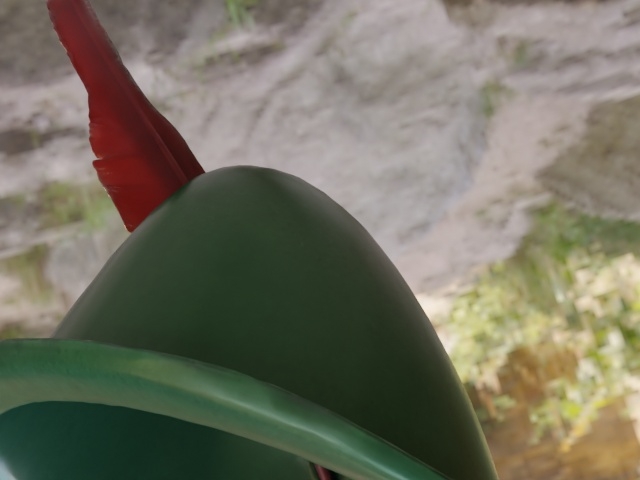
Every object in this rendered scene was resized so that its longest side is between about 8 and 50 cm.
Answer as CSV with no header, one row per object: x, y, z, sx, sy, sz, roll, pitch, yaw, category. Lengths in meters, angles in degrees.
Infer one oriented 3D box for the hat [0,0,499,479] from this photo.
0.000,0.000,0.474,0.208,0.183,0.173,27,150,-8,hat
